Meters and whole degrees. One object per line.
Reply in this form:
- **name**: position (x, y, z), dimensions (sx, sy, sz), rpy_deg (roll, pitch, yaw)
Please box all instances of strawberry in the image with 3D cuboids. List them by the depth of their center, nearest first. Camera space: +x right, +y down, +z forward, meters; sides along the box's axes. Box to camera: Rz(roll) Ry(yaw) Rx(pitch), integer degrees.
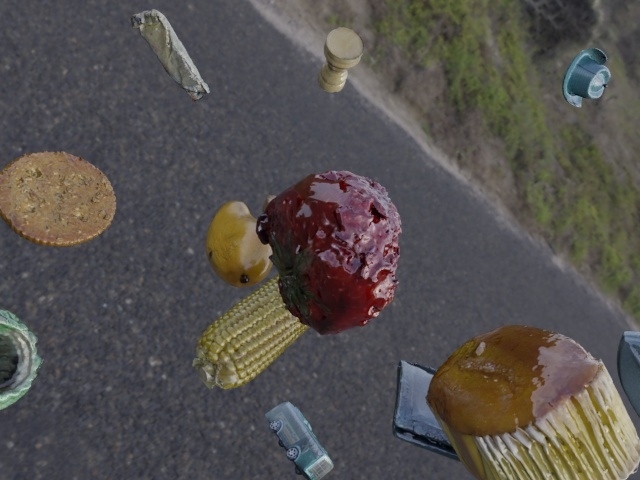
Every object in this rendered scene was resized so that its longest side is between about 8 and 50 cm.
- **strawberry**: position (0.038, 0.010, 1.270), dimensions (0.220, 0.274, 0.274), rpy_deg (-25, 79, -30)

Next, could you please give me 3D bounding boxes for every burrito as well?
- **burrito**: position (-0.233, -0.291, 1.215), dimensions (0.171, 0.051, 0.042), rpy_deg (59, 37, -33)

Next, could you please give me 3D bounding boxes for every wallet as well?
- **wallet**: position (0.314, 0.382, 1.602), dimensions (0.342, 0.075, 0.237), rpy_deg (19, 28, -1)

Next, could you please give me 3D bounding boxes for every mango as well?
- **mango**: position (-0.184, 0.011, 1.758), dimensions (0.109, 0.157, 0.262), rpy_deg (50, 11, -37)

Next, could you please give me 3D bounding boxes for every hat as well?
- **hat**: position (0.643, -0.380, 1.821), dimensions (0.078, 0.138, 0.191), rpy_deg (31, 17, 29)

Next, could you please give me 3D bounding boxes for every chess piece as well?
- **chess piece**: position (0.031, -0.304, 1.319), dimensions (0.066, 0.122, 0.066), rpy_deg (4, 68, -9)

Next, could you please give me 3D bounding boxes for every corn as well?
- **corn**: position (-0.096, 0.155, 1.562), dimensions (0.387, 0.144, 0.144), rpy_deg (-39, 95, -28)

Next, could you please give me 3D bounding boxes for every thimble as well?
- **thimble**: position (-0.700, 0.250, 1.582), dimensions (0.219, 0.150, 0.219), rpy_deg (15, 72, -57)

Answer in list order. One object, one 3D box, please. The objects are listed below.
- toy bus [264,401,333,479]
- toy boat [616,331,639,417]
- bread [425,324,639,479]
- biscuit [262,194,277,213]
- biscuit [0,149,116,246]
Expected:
- **toy bus**: position (-0.064, 0.562, 2.142), dimensions (0.262, 0.109, 0.091), rpy_deg (46, -12, 50)
- **toy boat**: position (0.545, 0.243, 1.118), dimensions (0.319, 0.141, 0.092), rpy_deg (44, 34, -11)
- **bread**: position (0.173, 0.144, 0.663), dimensions (0.114, 0.132, 0.190), rpy_deg (60, -14, -8)
- **biscuit**: position (0.001, -0.002, 2.255), dimensions (0.385, 0.062, 0.365), rpy_deg (32, 15, -20)
- **biscuit**: position (-0.564, -0.093, 1.637), dimensions (0.254, 0.035, 0.254), rpy_deg (13, 53, -18)
